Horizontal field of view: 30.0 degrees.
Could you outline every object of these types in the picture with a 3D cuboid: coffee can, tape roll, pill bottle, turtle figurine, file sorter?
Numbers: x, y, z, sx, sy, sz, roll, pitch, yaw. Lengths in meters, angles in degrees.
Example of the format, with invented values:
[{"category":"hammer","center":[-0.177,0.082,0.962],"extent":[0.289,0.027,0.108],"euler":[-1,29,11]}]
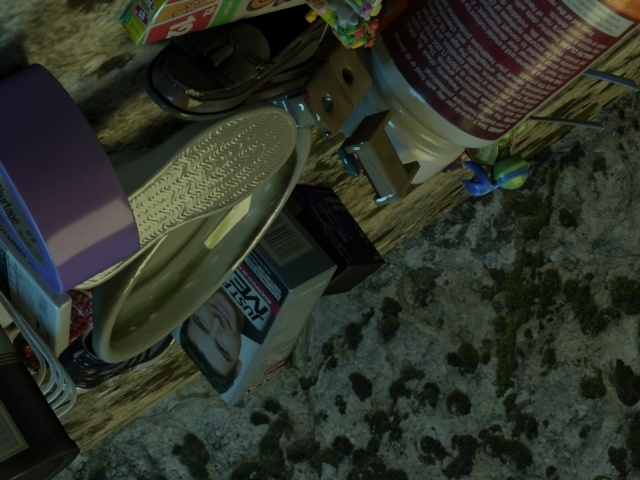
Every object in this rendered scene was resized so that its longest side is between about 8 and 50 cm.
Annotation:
[{"category":"coffee can","center":[-0.415,0.164,1.279],"extent":[0.201,0.275,0.201],"euler":[-33,171,-6]},{"category":"tape roll","center":[-0.239,-0.052,1.042],"extent":[0.080,0.189,0.189],"euler":[-30,170,-19]},{"category":"pill bottle","center":[0.201,-0.253,1.413],"extent":[0.392,0.224,0.224],"euler":[-40,169,33]},{"category":"turtle figurine","center":[0.257,-0.220,1.635],"extent":[0.275,0.266,0.198],"euler":[-36,171,19]},{"category":"file sorter","center":[-0.441,0.171,1.533],"extent":[0.193,0.173,0.277],"euler":[-35,171,-11]}]

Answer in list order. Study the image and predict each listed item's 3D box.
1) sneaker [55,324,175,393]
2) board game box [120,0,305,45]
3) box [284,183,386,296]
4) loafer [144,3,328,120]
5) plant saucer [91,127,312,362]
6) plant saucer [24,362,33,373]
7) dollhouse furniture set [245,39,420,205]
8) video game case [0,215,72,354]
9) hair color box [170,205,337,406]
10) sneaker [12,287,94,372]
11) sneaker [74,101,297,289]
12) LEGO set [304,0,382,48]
[{"category":"sneaker","center":[-0.344,0.176,2.134],"extent":[0.268,0.101,0.153],"euler":[-27,168,-36]},{"category":"board game box","center":[-0.058,-0.254,1.121],"extent":[0.259,0.039,0.124],"euler":[-29,170,-44]},{"category":"box","center":[0.000,0.000,2.154],"extent":[0.103,0.184,0.261],"euler":[-36,171,14]},{"category":"loafer","center":[-0.075,-0.197,1.197],"extent":[0.084,0.096,0.267],"euler":[-50,172,35]},{"category":"plant saucer","center":[-0.174,-0.022,1.541],"extent":[0.400,0.100,0.400],"euler":[-48,169,-12]},{"category":"plant saucer","center":[-0.514,0.223,2.068],"extent":[0.083,0.013,0.083],"euler":[-32,171,-6]},{"category":"dollhouse furniture set","center":[0.001,-0.111,1.371],"extent":[0.129,0.183,0.129],"euler":[-15,-153,35]},{"category":"video game case","center":[-0.318,0.027,1.227],"extent":[0.022,0.173,0.190],"euler":[-40,174,-21]},{"category":"hair color box","center":[-0.124,0.106,2.055],"extent":[0.113,0.185,0.374],"euler":[-27,157,-36]},{"category":"sneaker","center":[-0.376,0.101,1.759],"extent":[0.225,0.088,0.093],"euler":[-41,-171,39]},{"category":"sneaker","center":[-0.181,-0.082,1.243],"extent":[0.292,0.169,0.108],"euler":[-32,131,-18]},{"category":"LEGO set","center":[0.040,-0.239,1.094],"extent":[0.132,0.107,0.287],"euler":[-35,159,-26]}]
